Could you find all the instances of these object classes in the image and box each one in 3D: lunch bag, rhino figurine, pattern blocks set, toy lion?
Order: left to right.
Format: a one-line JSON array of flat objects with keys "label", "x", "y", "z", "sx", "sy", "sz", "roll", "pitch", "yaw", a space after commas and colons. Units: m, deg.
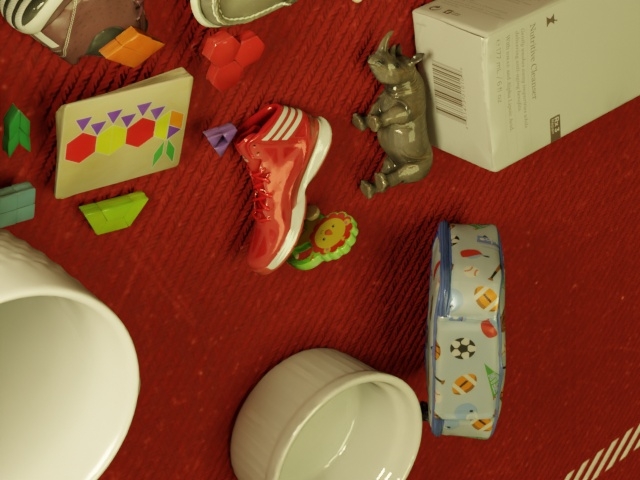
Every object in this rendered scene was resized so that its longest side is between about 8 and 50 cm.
[{"label": "pattern blocks set", "x": -0.227, "y": -0.125, "z": 1.592, "sx": 0.325, "sy": 0.026, "sz": 0.285, "roll": -12, "pitch": 136, "yaw": -40}, {"label": "toy lion", "x": 0.000, "y": 0.000, "z": 1.861, "sx": 0.100, "sy": 0.096, "sz": 0.034, "roll": -50, "pitch": 136, "yaw": -9}, {"label": "rhino figurine", "x": 0.102, "y": -0.175, "z": 1.876, "sx": 0.106, "sy": 0.073, "sz": 0.243, "roll": -24, "pitch": 125, "yaw": -26}, {"label": "lunch bag", "x": 0.210, "y": 0.134, "z": 2.048, "sx": 0.115, "sy": 0.243, "sz": 0.303, "roll": 3, "pitch": 119, "yaw": 0}]

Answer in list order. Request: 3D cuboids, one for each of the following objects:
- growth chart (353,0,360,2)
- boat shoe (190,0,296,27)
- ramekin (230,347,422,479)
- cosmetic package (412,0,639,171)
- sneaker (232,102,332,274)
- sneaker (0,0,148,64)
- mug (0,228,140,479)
[{"label": "growth chart", "x": -0.001, "y": -0.385, "z": 1.706, "sx": 0.237, "sy": 0.021, "sz": 0.172, "roll": 2, "pitch": 109, "yaw": -44}, {"label": "boat shoe", "x": -0.019, "y": -0.344, "z": 1.625, "sx": 0.305, "sy": 0.091, "sz": 0.109, "roll": -39, "pitch": 132, "yaw": -22}, {"label": "ramekin", "x": 0.002, "y": 0.291, "z": 1.995, "sx": 0.277, "sy": 0.135, "sz": 0.277, "roll": -20, "pitch": 124, "yaw": -33}, {"label": "cosmetic package", "x": 0.325, "y": -0.278, "z": 1.961, "sx": 0.385, "sy": 0.156, "sz": 0.217, "roll": -28, "pitch": 127, "yaw": -27}, {"label": "sneaker", "x": -0.079, "y": -0.074, "z": 1.776, "sx": 0.128, "sy": 0.087, "sz": 0.221, "roll": 21, "pitch": 85, "yaw": -38}, {"label": "sneaker", "x": -0.212, "y": -0.309, "z": 1.512, "sx": 0.281, "sy": 0.106, "sz": 0.162, "roll": -45, "pitch": 143, "yaw": -1}, {"label": "mug", "x": -0.354, "y": 0.115, "z": 1.435, "sx": 0.374, "sy": 0.328, "sz": 0.276, "roll": 14, "pitch": 103, "yaw": -46}]
